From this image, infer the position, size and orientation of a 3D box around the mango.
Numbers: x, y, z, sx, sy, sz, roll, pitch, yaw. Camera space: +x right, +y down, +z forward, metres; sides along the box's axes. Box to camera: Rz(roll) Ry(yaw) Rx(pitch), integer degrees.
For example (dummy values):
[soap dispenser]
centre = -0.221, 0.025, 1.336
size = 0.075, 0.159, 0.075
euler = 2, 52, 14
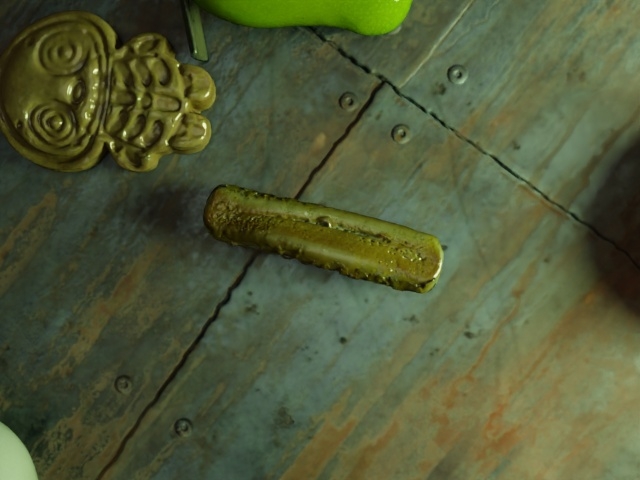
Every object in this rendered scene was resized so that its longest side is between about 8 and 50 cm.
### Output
[mango]
centre = -0.034, -0.321, 0.793
size = 0.293, 0.143, 0.175
euler = 14, 91, -3

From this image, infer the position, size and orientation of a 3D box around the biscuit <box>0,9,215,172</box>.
[biscuit]
centre = -0.275, -0.177, 0.870
size = 0.289, 0.044, 0.202
euler = 13, 91, 9

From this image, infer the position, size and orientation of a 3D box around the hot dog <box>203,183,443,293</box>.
[hot dog]
centre = 0.000, -0.001, 0.824
size = 0.289, 0.068, 0.083
euler = 15, 69, 11

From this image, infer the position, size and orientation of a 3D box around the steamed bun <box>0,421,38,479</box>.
[steamed bun]
centre = -0.476, 0.300, 0.754
size = 0.324, 0.324, 0.206
euler = 11, 115, 7

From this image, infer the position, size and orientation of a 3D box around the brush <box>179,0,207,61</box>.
[brush]
centre = -0.177, -0.341, 0.858
size = 0.036, 0.043, 0.248
euler = -11, 90, 23
